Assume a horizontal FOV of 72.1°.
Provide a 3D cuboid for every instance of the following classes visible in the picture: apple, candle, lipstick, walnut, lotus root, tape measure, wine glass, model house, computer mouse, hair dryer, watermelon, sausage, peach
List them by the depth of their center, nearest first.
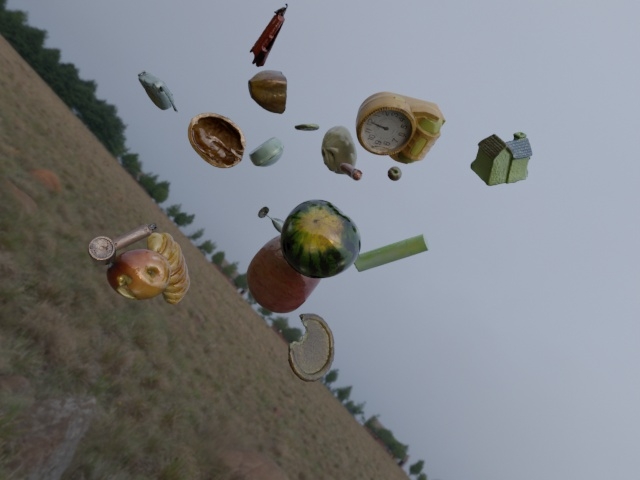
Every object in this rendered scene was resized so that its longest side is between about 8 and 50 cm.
[{"bbox_3d":[-0.517,0.002,1.164,0.064,0.181,0.117,61,-25,-2],"label":"hair dryer"},{"bbox_3d":[-0.582,0.111,1.430,0.199,0.199,0.199,45,-12,12],"label":"apple"},{"bbox_3d":[-0.001,0.000,1.432,0.269,0.269,0.269,45,-12,12],"label":"watermelon"},{"bbox_3d":[-0.360,-0.347,1.533,0.211,0.167,0.087,41,-8,-16],"label":"walnut"},{"bbox_3d":[0.109,-0.240,1.535,0.043,0.043,0.186,53,1,-24],"label":"sausage"},{"bbox_3d":[0.276,0.052,1.752,0.076,0.304,0.076,52,27,-42],"label":"lipstick"},{"bbox_3d":[-0.142,0.121,1.781,0.269,0.345,0.345,35,-11,-4],"label":"apple"},{"bbox_3d":[0.774,-0.366,1.860,0.195,0.214,0.189,-107,-170,-45],"label":"model house"},{"bbox_3d":[-0.645,-0.602,1.864,0.330,0.084,0.164,37,-15,30],"label":"tape measure"},{"bbox_3d":[-0.221,-0.899,1.933,0.084,0.302,0.059,27,36,-23],"label":"candle"},{"bbox_3d":[-0.231,-0.381,1.936,0.097,0.159,0.288,54,-1,-16],"label":"computer mouse"},{"bbox_3d":[-0.209,-0.084,2.062,0.066,0.066,0.198,36,-4,42],"label":"wine glass"},{"bbox_3d":[-0.265,-0.728,2.162,0.188,0.180,0.199,-125,-146,-53],"label":"lotus root"},{"bbox_3d":[0.405,-0.363,2.402,0.083,0.083,0.083,45,-12,12],"label":"peach"}]

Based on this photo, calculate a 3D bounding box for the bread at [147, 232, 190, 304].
[{"bbox_3d":[-0.592,0.103,1.728,0.311,0.121,0.173,90,-16,-45],"label":"bread"}]

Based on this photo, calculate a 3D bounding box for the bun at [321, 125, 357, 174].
[{"bbox_3d":[0.071,-0.387,1.931,0.231,0.133,0.231,167,-90,-77],"label":"bun"}]

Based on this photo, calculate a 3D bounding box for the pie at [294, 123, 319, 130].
[{"bbox_3d":[-0.042,-0.367,1.426,0.085,0.085,0.017,-164,-109,-68],"label":"pie"}]

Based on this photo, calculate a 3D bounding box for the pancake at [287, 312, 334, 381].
[{"bbox_3d":[-0.038,0.454,1.898,0.033,0.288,0.286,-21,-95,41],"label":"pancake"}]

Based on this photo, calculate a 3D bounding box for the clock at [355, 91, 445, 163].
[{"bbox_3d":[0.286,-0.441,1.697,0.200,0.317,0.244,-95,-156,-43],"label":"clock"}]
